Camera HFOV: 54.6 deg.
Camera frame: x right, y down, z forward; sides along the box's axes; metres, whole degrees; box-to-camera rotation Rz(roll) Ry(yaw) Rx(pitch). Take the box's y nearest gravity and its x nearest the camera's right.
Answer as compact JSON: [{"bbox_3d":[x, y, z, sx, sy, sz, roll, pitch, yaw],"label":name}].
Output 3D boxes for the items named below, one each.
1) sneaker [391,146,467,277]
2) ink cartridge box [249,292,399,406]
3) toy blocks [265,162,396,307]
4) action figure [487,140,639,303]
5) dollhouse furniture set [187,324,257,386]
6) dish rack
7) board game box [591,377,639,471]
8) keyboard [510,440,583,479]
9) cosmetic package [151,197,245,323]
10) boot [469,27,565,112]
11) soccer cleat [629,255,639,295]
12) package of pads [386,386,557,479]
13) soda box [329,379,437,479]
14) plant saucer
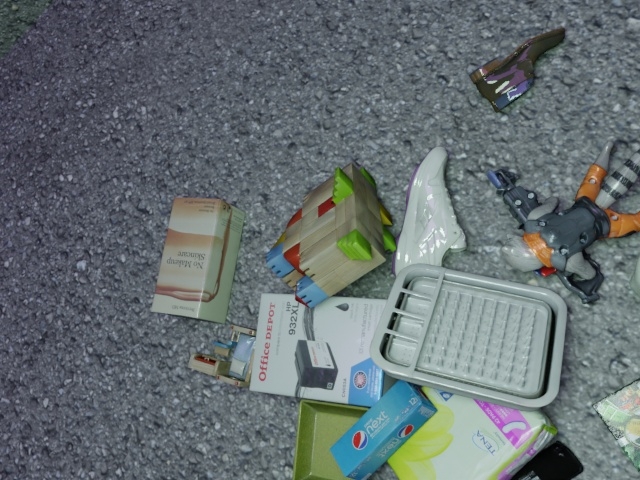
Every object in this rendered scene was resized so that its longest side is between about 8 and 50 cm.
[{"bbox_3d":[0.254,-0.050,1.350,0.152,0.114,0.304,12,87,15],"label":"sneaker"},{"bbox_3d":[0.016,0.237,1.357,0.308,0.129,0.223,1,77,25],"label":"ink cartridge box"},{"bbox_3d":[0.000,0.000,1.344,0.261,0.191,0.381,-35,26,21],"label":"toy blocks"},{"bbox_3d":[0.475,-0.070,1.205,0.330,0.178,0.341,-39,66,0],"label":"action figure"},{"bbox_3d":[-0.219,0.260,1.460,0.184,0.129,0.129,10,81,27],"label":"dollhouse furniture set"},{"bbox_3d":[0.282,0.185,1.180,0.333,0.072,0.285,11,44,18],"label":"dish rack"},{"bbox_3d":[0.642,0.289,1.110,0.260,0.030,0.136,-36,67,12],"label":"board game box"},{"bbox_3d":[0.394,0.445,1.187,0.192,0.038,0.100,-39,82,13],"label":"keyboard"},{"bbox_3d":[-0.304,0.050,1.556,0.153,0.129,0.295,3,78,24],"label":"cosmetic package"},{"bbox_3d":[0.450,-0.373,1.363,0.219,0.082,0.106,-27,88,12],"label":"boot"},{"bbox_3d":[0.696,-0.006,1.125,0.331,0.143,0.116,-30,64,-11],"label":"soccer cleat"},{"bbox_3d":[0.272,0.378,1.192,0.296,0.101,0.229,-46,47,8],"label":"package of pads"},{"bbox_3d":[0.121,0.367,1.199,0.210,0.067,0.071,-46,44,8],"label":"soda box"},{"bbox_3d":[0.033,0.445,1.326,0.188,0.045,0.188,-3,76,36],"label":"plant saucer"}]
